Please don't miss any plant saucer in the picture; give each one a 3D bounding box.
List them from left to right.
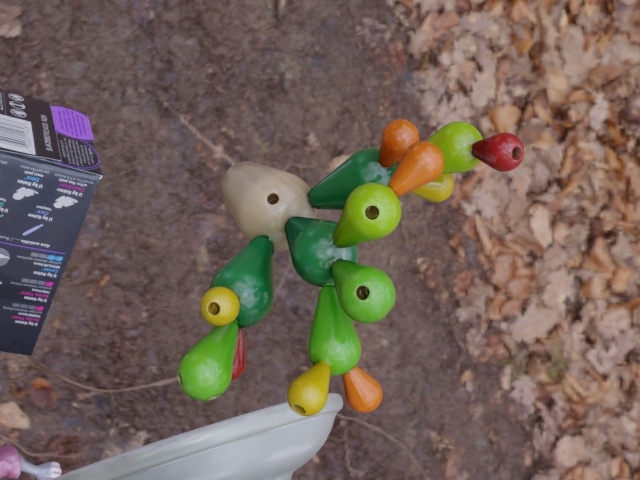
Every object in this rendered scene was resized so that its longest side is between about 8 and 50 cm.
[{"bbox_3d":[-0.150,0.298,1.110,0.400,0.400,0.100,-7,72,-39],"label":"plant saucer"}]

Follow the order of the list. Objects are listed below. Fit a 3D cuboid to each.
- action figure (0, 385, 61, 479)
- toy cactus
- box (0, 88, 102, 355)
[{"bbox_3d":[-0.655,0.377,1.600,0.248,0.370,0.275,-31,139,-6],"label":"action figure"},{"bbox_3d":[0.000,0.000,0.516,0.219,0.180,0.112,-50,128,-1],"label":"toy cactus"},{"bbox_3d":[-0.376,-0.022,1.044,0.143,0.165,0.270,13,119,-29],"label":"box"}]
